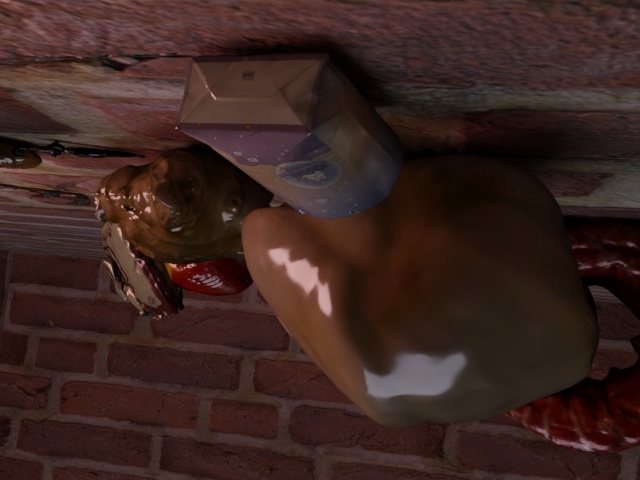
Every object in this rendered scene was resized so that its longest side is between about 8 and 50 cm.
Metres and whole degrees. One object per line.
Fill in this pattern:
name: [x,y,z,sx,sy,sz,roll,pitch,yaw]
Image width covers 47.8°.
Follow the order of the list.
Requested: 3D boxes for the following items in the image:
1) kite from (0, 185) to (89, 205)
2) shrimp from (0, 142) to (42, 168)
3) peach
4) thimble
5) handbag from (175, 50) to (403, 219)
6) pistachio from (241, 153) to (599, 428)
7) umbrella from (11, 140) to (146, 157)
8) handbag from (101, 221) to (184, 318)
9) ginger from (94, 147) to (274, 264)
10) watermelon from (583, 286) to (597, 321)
kite: [-0.479,-0.077,1.300,0.160,0.010,0.183,2,173,34]
shrimp: [-0.430,-0.101,0.877,0.184,0.043,0.091,4,177,1]
peach: [-0.189,0.032,1.399,0.159,0.154,0.267,3,173,14]
thimble: [0.409,0.146,1.089,0.350,0.350,0.230,4,177,17]
handbag: [-0.011,-0.078,0.534,0.117,0.095,0.173,8,168,28]
pistachio: [0.090,0.053,0.757,0.365,0.281,0.445,33,162,-6]
umbrella: [-0.280,-0.105,0.841,0.149,0.022,0.022,-1,139,-18]
handbag: [-0.354,0.038,1.406,0.127,0.235,0.213,-30,-172,-24]
ginger: [-0.157,-0.046,0.817,0.219,0.123,0.270,2,164,5]
watermelon: [0.409,0.156,1.450,0.279,0.279,0.359,4,170,8]
